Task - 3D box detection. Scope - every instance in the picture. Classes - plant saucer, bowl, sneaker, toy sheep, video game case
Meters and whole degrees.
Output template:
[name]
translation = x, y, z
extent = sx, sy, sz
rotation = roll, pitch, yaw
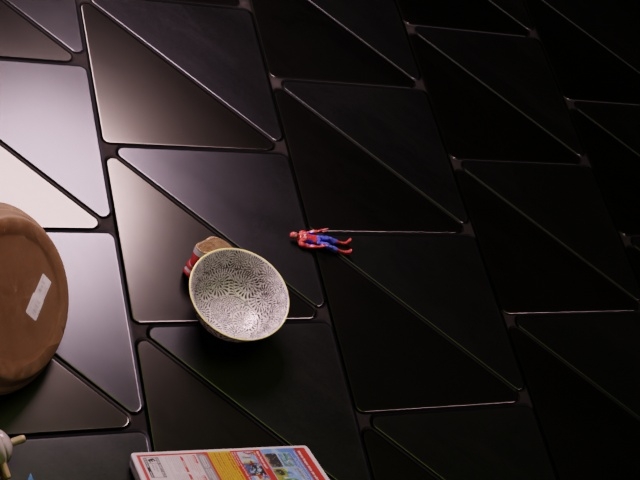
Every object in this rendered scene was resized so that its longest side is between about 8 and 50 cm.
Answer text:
[plant saucer]
translation = -0.449, 0.081, 1.649
extent = 0.278, 0.041, 0.278
rotation = 17, 71, -62
[bowl]
translation = -0.142, 0.104, 1.874
extent = 0.170, 0.080, 0.170
rotation = 12, 53, -17
[sneaker]
translation = -0.190, 0.034, 1.929
extent = 0.042, 0.067, 0.118
rotation = 33, 17, 14
[toy sheep]
translation = -0.468, 0.296, 1.581
extent = 0.132, 0.091, 0.091
rotation = -17, 67, -29
[video game case]
translation = -0.115, 0.365, 1.672
extent = 0.285, 0.025, 0.204
rotation = 2, 22, -25

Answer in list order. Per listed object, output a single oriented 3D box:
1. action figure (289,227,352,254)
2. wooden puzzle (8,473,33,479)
[action figure]
translation = 0.000, 0.000, 2.051
extent = 0.115, 0.030, 0.038
rotation = 9, 60, -18
[wooden puzzle]
translation = -0.433, 0.377, 1.588
extent = 0.116, 0.014, 0.078
rotation = -28, 77, -37
